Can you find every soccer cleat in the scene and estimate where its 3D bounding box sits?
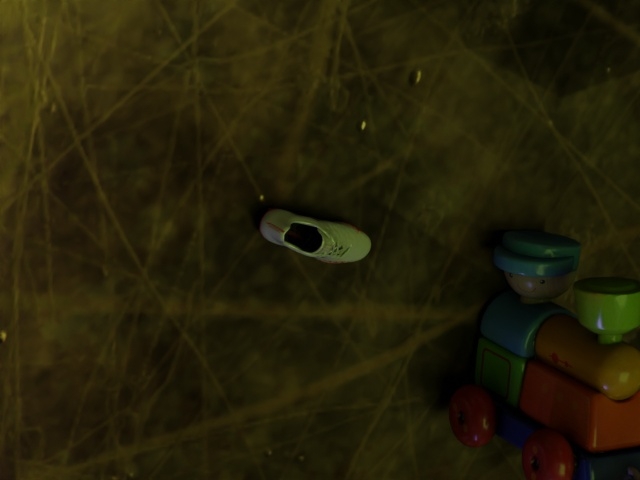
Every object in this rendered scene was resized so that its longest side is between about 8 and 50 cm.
[{"bbox_3d":[0.000,0.000,1.228,0.083,0.035,0.029,17,100,-34],"label":"soccer cleat"}]

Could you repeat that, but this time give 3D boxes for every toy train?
[{"bbox_3d":[0.184,0.088,1.246,0.105,0.248,0.143,-6,107,-28],"label":"toy train"}]
